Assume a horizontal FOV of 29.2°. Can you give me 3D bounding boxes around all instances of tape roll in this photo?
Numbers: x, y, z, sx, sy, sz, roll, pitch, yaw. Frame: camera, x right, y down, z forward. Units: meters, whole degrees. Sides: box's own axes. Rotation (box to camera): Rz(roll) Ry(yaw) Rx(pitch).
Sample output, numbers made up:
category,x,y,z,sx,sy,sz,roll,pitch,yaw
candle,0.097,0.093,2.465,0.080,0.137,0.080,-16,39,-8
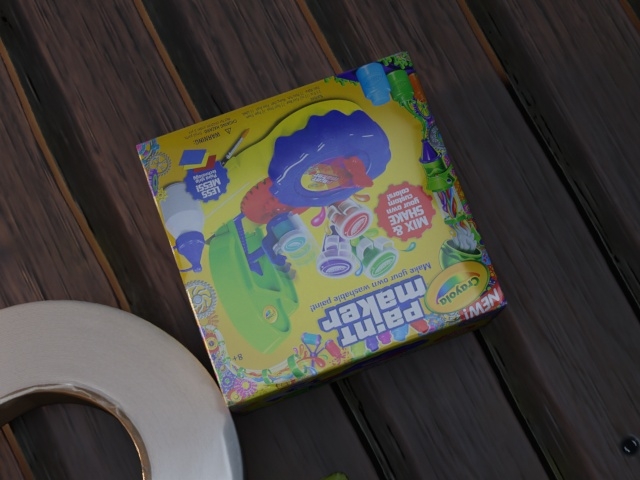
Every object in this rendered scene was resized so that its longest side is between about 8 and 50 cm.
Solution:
category,x,y,z,sx,sy,sz,roll,pitch,yaw
tape roll,-0.264,0.252,1.219,0.392,0.072,0.392,-1,71,2

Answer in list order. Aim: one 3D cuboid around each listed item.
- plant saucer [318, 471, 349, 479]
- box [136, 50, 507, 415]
category,x,y,z,sx,sy,sz,roll,pitch,yaw
plant saucer,-0.022,0.360,1.262,0.188,0.045,0.188,-24,79,-5
box,0.000,0.000,1.273,0.289,0.177,0.279,-20,80,-4
